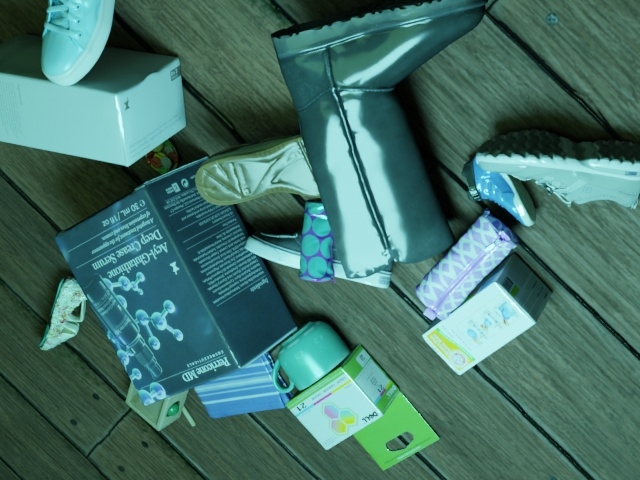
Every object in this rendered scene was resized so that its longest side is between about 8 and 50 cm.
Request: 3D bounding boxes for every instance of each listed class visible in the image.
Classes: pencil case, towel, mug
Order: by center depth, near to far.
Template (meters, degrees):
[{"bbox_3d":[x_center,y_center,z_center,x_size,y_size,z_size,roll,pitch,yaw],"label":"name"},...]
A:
[{"bbox_3d":[0.254,0.045,1.852,0.086,0.088,0.206,34,110,-17],"label":"pencil case"},{"bbox_3d":[0.000,0.000,1.947,0.070,0.064,0.151,6,90,2],"label":"pencil case"},{"bbox_3d":[-0.031,0.230,2.133,0.097,0.158,0.129,53,164,0],"label":"mug"},{"bbox_3d":[-0.216,0.231,2.315,0.243,0.040,0.336,-15,106,36],"label":"towel"}]

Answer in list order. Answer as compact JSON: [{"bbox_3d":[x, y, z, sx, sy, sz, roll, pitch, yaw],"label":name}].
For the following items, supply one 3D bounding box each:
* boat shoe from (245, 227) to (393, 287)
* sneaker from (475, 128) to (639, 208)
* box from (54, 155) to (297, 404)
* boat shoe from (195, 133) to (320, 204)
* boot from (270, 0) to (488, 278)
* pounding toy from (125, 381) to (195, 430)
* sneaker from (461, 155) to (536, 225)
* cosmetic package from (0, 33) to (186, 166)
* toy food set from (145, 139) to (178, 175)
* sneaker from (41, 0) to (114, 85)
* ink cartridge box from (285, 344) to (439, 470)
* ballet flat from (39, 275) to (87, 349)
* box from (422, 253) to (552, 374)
[{"bbox_3d":[0.000,0.010,2.031,0.301,0.108,0.102,13,90,26],"label":"boat shoe"},{"bbox_3d":[0.390,-0.104,1.739,0.281,0.105,0.115,10,124,17],"label":"sneaker"},{"bbox_3d":[-0.288,0.083,2.126,0.294,0.212,0.395,-25,95,37],"label":"box"},{"bbox_3d":[-0.056,-0.147,1.963,0.342,0.123,0.123,-10,115,9],"label":"boat shoe"},{"bbox_3d":[0.146,-0.175,1.791,0.367,0.146,0.445,-11,109,19],"label":"boot"},{"bbox_3d":[-0.352,0.358,2.428,0.141,0.100,0.130,36,127,20],"label":"pounding toy"},{"bbox_3d":[0.302,-0.080,1.838,0.085,0.058,0.152,-31,95,31],"label":"sneaker"},{"bbox_3d":[-0.478,-0.278,2.062,0.385,0.217,0.156,15,123,24],"label":"cosmetic package"},{"bbox_3d":[-0.322,-0.172,2.154,0.083,0.020,0.083,32,126,10],"label":"toy food set"},{"bbox_3d":[-0.444,-0.462,1.881,0.135,0.150,0.365,15,88,33],"label":"sneaker"},{"bbox_3d":[0.087,0.367,2.178,0.255,0.097,0.189,49,128,-2],"label":"ink cartridge box"},{"bbox_3d":[-0.588,0.181,2.459,0.077,0.091,0.241,21,131,-10],"label":"ballet flat"},{"bbox_3d":[0.299,0.135,1.923,0.103,0.114,0.203,46,128,-1],"label":"box"}]
